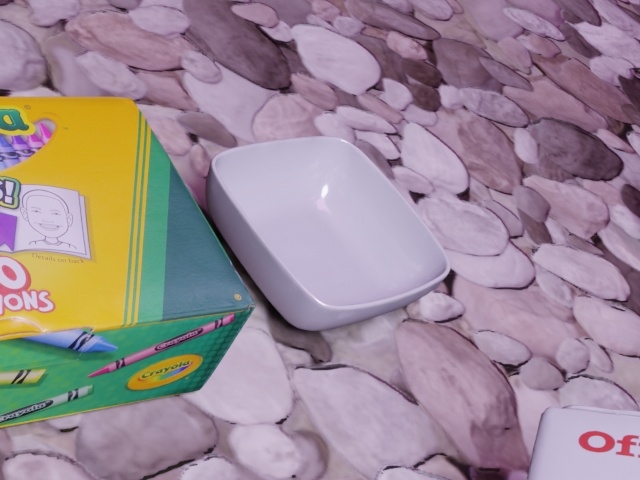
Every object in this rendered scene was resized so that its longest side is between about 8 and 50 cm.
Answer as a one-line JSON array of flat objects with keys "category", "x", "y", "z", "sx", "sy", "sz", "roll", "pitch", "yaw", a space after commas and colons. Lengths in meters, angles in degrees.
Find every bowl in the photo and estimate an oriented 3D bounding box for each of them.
[{"category": "bowl", "x": 0.000, "y": 0.000, "z": 0.763, "sx": 0.142, "sy": 0.053, "sz": 0.142, "roll": -14, "pitch": 56, "yaw": -44}]

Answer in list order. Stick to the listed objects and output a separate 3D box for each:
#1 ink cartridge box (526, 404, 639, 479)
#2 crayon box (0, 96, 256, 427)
[{"category": "ink cartridge box", "x": 0.184, "y": 0.216, "z": 0.535, "sx": 0.201, "sy": 0.117, "sz": 0.278, "roll": 5, "pitch": 34, "yaw": 16}, {"category": "crayon box", "x": -0.193, "y": 0.010, "z": 0.588, "sx": 0.278, "sy": 0.081, "sz": 0.165, "roll": -6, "pitch": 52, "yaw": -40}]
